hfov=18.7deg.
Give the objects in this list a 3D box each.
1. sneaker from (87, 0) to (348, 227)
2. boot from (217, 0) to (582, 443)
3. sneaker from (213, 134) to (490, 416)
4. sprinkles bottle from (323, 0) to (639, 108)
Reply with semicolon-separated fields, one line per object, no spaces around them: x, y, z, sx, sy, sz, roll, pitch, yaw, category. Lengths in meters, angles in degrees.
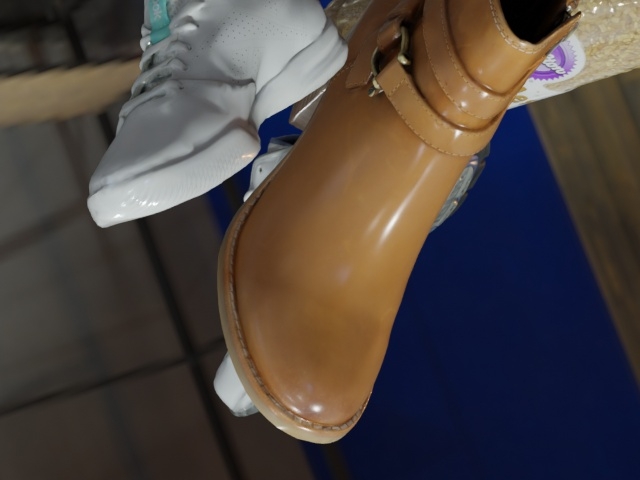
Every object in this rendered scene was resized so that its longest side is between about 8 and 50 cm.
-0.065;-0.083;0.944;0.080;0.094;0.212;-16;-159;32;sneaker
0.056;-0.044;1.052;0.220;0.109;0.283;-37;-154;47;boot
0.000;0.000;1.352;0.111;0.129;0.297;-25;152;-57;sneaker
0.167;-0.163;1.377;0.355;0.121;0.121;-15;177;35;sprinkles bottle
